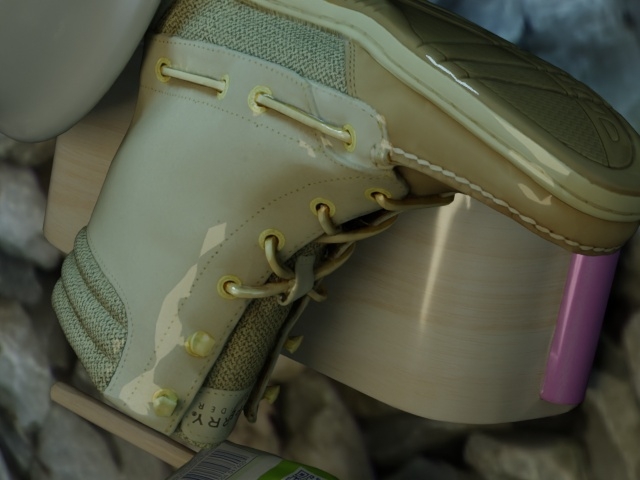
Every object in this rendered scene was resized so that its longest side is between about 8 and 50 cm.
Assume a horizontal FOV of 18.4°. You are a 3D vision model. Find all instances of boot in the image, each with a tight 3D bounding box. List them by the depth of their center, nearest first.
[{"bbox_3d":[0.000,0.000,0.796,0.262,0.095,0.203,32,107,36],"label":"boot"}]

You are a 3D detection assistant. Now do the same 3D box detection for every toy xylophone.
[{"bbox_3d":[-0.021,0.006,0.936,0.322,0.081,0.236,32,116,28],"label":"toy xylophone"}]

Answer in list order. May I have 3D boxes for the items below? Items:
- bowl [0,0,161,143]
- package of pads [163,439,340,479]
[{"bbox_3d":[-0.157,-0.201,0.885,0.298,0.134,0.298,-32,53,54],"label":"bowl"},{"bbox_3d":[-0.073,0.266,0.878,0.101,0.229,0.296,19,130,34],"label":"package of pads"}]
